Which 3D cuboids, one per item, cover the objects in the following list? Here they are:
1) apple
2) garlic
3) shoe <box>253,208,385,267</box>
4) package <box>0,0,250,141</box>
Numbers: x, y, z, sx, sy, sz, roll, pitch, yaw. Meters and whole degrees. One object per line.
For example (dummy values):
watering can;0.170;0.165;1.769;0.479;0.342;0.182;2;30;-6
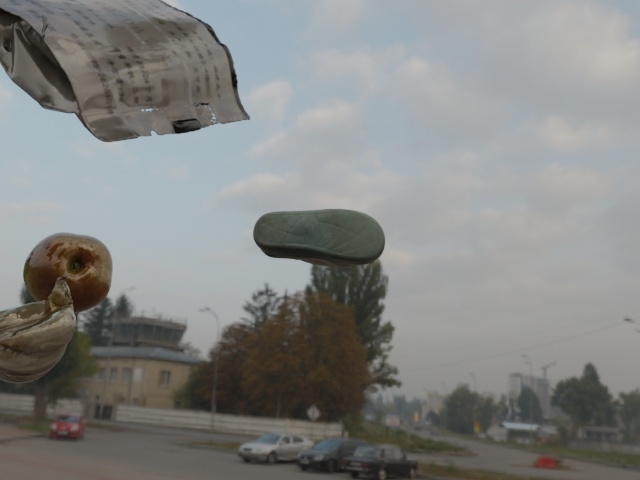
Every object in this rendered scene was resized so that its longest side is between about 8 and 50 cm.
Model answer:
apple;-0.372;0.048;1.020;0.126;0.126;0.102;10;-16;-23
garlic;-0.265;0.088;0.613;0.094;0.074;0.113;-25;-1;-43
shoe;0.000;0.000;1.019;0.195;0.079;0.078;4;-18;10
package;-0.191;-0.186;0.601;0.062;0.251;0.204;-52;-13;30
